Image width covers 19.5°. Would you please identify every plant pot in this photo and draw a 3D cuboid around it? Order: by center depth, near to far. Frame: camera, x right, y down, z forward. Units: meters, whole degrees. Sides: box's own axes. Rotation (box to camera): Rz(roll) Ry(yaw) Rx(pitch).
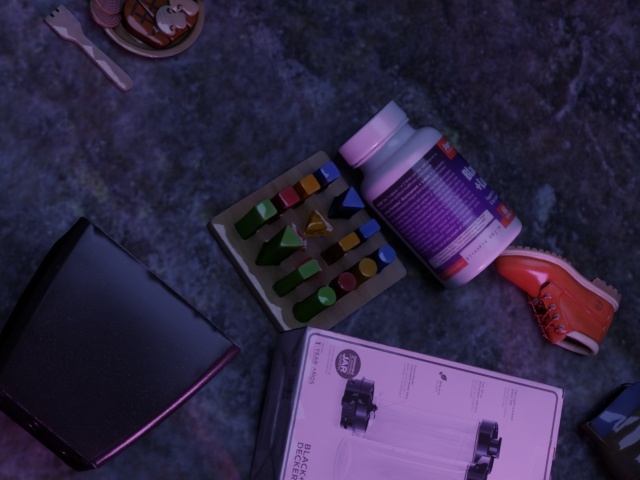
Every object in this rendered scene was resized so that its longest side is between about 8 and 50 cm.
[{"bbox_3d":[-0.212,0.111,1.724,0.187,0.188,0.167,40,73,-7],"label":"plant pot"}]

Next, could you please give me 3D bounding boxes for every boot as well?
[{"bbox_3d":[0.249,0.064,2.013,0.158,0.059,0.084,28,68,-14],"label":"boot"},{"bbox_3d":[0.376,0.172,2.018,0.106,0.082,0.219,47,62,-6],"label":"boot"}]

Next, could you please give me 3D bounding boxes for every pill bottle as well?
[{"bbox_3d":[0.111,-0.051,1.959,0.193,0.108,0.108,47,60,-3],"label":"pill bottle"}]

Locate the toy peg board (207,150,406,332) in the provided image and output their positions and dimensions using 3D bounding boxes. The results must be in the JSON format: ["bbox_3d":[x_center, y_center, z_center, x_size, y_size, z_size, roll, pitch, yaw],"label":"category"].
[{"bbox_3d":[0.000,0.000,1.909,0.161,0.079,0.161,-33,88,-29],"label":"toy peg board"}]

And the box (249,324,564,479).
[{"bbox_3d":[0.088,0.199,1.859,0.290,0.087,0.169,14,78,-19],"label":"box"}]

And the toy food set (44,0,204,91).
[{"bbox_3d":[-0.180,-0.253,1.938,0.132,0.038,0.192,44,61,-5],"label":"toy food set"}]
